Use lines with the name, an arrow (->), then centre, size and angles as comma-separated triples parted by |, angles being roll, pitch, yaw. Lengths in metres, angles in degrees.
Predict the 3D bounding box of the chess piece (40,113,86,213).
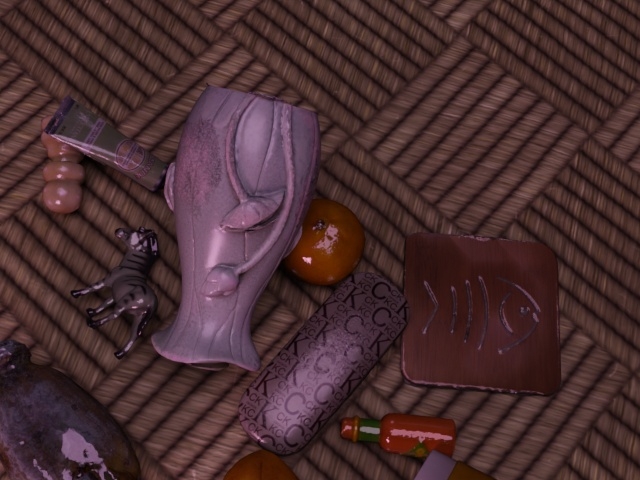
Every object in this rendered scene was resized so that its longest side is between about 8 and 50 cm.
chess piece -> -0.457, -0.131, 1.586 | 0.094, 0.094, 0.171 | 2, 76, -4

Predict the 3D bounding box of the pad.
pad -> 0.285, 0.126, 1.575 | 0.283, 0.018, 0.287 | 5, 69, -2

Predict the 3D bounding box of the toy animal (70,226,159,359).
toy animal -> -0.321, 0.079, 1.499 | 0.176, 0.073, 0.217 | -37, 46, -6

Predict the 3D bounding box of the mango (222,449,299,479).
mango -> -0.088, 0.453, 1.358 | 0.187, 0.138, 0.257 | 7, 64, 16

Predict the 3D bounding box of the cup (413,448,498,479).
cup -> 0.218, 0.465, 1.370 | 0.226, 0.185, 0.241 | 32, 101, 13

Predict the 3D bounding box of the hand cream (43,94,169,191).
hand cream -> -0.366, -0.161, 1.574 | 0.235, 0.055, 0.086 | 34, 58, -18

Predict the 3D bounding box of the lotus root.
lotus root -> -0.410, 0.306, 1.379 | 0.175, 0.175, 0.349 | -38, 72, -17

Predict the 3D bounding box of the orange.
orange -> 0.000, 0.000, 1.545 | 0.156, 0.124, 0.156 | 2, 68, -4

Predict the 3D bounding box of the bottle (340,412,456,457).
bottle -> 0.126, 0.318, 1.464 | 0.187, 0.069, 0.069 | 7, 68, 0

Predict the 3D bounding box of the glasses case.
glasses case -> 0.010, 0.202, 1.487 | 0.137, 0.085, 0.355 | 40, 71, 10

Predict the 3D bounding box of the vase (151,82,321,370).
vase -> -0.139, -0.014, 1.424 | 0.249, 0.250, 0.446 | 13, 93, 1
